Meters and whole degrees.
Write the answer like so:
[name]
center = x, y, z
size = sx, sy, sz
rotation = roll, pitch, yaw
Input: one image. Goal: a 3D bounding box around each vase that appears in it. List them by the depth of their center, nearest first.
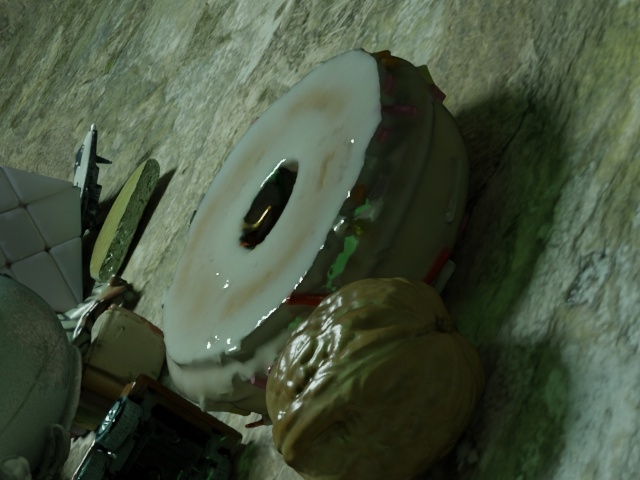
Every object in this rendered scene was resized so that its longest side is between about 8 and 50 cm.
[vase]
center = -0.381, 0.198, 1.536
size = 0.250, 0.250, 0.445
rotation = -51, 15, 14

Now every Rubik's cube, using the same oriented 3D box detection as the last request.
[Rubik's cube]
center = -0.494, 0.032, 2.164
size = 0.224, 0.221, 0.231
rotation = -33, 53, 44

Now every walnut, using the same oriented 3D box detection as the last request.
[walnut]
center = 0.035, 0.119, 1.154
size = 0.184, 0.155, 0.155
rotation = -49, 24, 25

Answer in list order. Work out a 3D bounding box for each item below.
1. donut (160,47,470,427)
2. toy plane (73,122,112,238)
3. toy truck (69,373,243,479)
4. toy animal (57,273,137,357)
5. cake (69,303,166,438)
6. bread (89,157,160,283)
[donut]
center = 0.000, 0.000, 1.386
size = 0.382, 0.142, 0.382
rotation = -44, 27, 29
[toy plane]
center = -0.358, -0.063, 2.265
size = 0.234, 0.082, 0.160
rotation = -62, 12, 18
[toy truck]
center = -0.226, 0.306, 1.467
size = 0.338, 0.133, 0.184
rotation = -59, 13, -13
[toy animal]
center = -0.355, 0.149, 1.983
size = 0.170, 0.090, 0.255
rotation = 4, 66, 60
[cake]
center = -0.252, 0.171, 1.804
size = 0.225, 0.090, 0.109
rotation = 125, 164, -60
[bread]
center = -0.284, -0.021, 2.126
size = 0.112, 0.036, 0.193
rotation = -16, 49, 64
